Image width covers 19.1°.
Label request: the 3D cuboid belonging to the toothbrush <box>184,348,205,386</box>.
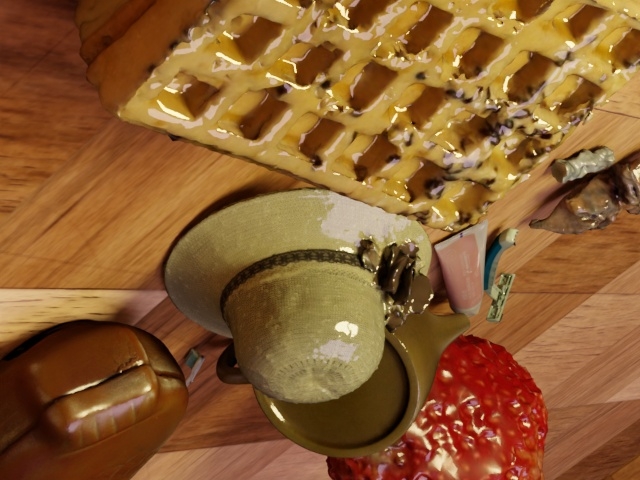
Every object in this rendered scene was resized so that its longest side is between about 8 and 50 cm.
[{"bbox_3d":[-0.167,0.173,2.060,0.017,0.022,0.204,-36,169,-40],"label":"toothbrush"}]

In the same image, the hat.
[{"bbox_3d":[-0.014,0.077,1.739,0.257,0.130,0.257,-5,147,-3],"label":"hat"}]

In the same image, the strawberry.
[{"bbox_3d":[0.139,0.232,2.253,0.292,0.292,0.310,-27,162,-12],"label":"strawberry"}]

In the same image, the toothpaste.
[{"bbox_3d":[0.163,0.034,2.185,0.067,0.043,0.194,-26,154,-7],"label":"toothpaste"}]

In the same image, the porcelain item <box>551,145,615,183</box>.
[{"bbox_3d":[0.291,-0.086,2.092,0.083,0.028,0.036,-19,174,-36],"label":"porcelain item"}]

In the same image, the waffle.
[{"bbox_3d":[0.049,-0.153,1.314,0.376,0.114,0.261,18,126,-44],"label":"waffle"}]

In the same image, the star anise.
[{"bbox_3d":[0.334,-0.047,2.180,0.172,0.063,0.208,-30,172,33],"label":"star anise"}]

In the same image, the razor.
[{"bbox_3d":[0.209,0.030,2.243,0.191,0.037,0.068,86,22,-65],"label":"razor"}]

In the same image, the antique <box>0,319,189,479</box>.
[{"bbox_3d":[-0.234,0.167,1.780,0.223,0.129,0.278,-24,160,-19],"label":"antique"}]

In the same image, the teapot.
[{"bbox_3d":[0.022,0.110,1.985,0.268,0.185,0.175,-6,-160,18],"label":"teapot"}]
